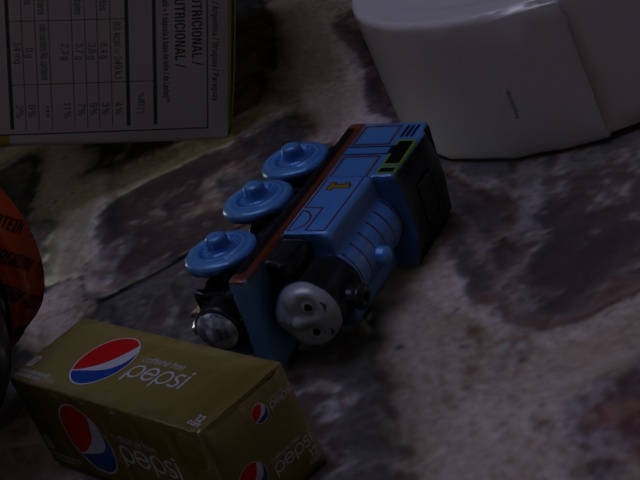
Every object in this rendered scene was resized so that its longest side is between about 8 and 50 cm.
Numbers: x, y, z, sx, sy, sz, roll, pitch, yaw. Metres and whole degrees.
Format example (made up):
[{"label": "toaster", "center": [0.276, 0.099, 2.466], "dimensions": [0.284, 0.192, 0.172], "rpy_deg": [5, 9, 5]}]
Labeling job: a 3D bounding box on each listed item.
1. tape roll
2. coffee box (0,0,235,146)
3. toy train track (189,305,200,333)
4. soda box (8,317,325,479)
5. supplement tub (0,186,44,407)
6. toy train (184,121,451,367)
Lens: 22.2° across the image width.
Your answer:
[{"label": "tape roll", "center": [0.167, -0.166, 1.076], "dimensions": [0.286, 0.100, 0.286], "rpy_deg": [-20, 24, 10]}, {"label": "coffee box", "center": [-0.250, -0.281, 1.305], "dimensions": [0.334, 0.338, 0.337], "rpy_deg": [-3, 22, -10]}, {"label": "toy train track", "center": [-0.053, 0.027, 0.995], "dimensions": [0.048, 0.014, 0.083], "rpy_deg": [-4, 31, 39]}, {"label": "soda box", "center": [-0.082, 0.089, 0.835], "dimensions": [0.058, 0.061, 0.181], "rpy_deg": [-39, 27, -30]}, {"label": "supplement tub", "center": [-0.301, 0.093, 0.841], "dimensions": [0.207, 0.207, 0.338], "rpy_deg": [-6, 34, 37]}, {"label": "toy train", "center": [0.000, 0.000, 0.925], "dimensions": [0.105, 0.080, 0.184], "rpy_deg": [-2, 32, 30]}]
